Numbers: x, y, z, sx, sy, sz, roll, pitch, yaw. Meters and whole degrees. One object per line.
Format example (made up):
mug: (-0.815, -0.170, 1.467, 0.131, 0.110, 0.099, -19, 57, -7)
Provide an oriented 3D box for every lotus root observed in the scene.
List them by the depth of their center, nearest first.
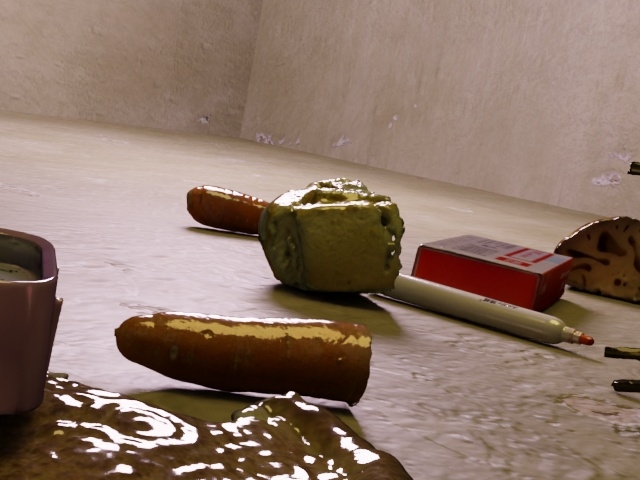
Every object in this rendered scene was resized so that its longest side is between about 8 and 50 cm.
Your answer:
lotus root: (0.350, 0.020, 1.403, 0.159, 0.095, 0.135, 16, 4, 2)

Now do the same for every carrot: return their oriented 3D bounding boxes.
carrot: (-0.044, 0.063, 0.656, 0.139, 0.048, 0.048, 6, 8, -11)
carrot: (-0.047, -0.020, 1.348, 0.216, 0.048, 0.048, 14, 6, -10)

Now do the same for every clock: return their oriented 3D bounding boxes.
clock: (-0.165, 0.024, 0.498, 0.110, 0.050, 0.152, 9, 6, -15)

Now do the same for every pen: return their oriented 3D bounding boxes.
pen: (0.134, 0.058, 1.025, 0.218, 0.026, 0.026, 15, 9, 35)

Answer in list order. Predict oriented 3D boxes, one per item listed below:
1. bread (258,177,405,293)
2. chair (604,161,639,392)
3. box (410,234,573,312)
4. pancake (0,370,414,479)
bread: (-0.003, 0.000, 1.052, 0.110, 0.103, 0.156, -5, 6, -19)
chair: (0.354, 0.047, 0.753, 0.325, 0.160, 0.170, 10, -12, 21)
box: (0.176, 0.033, 1.195, 0.123, 0.050, 0.229, 14, 7, 17)
pancake: (-0.103, 0.078, 0.484, 0.286, 0.033, 0.288, 3, 10, -43)
